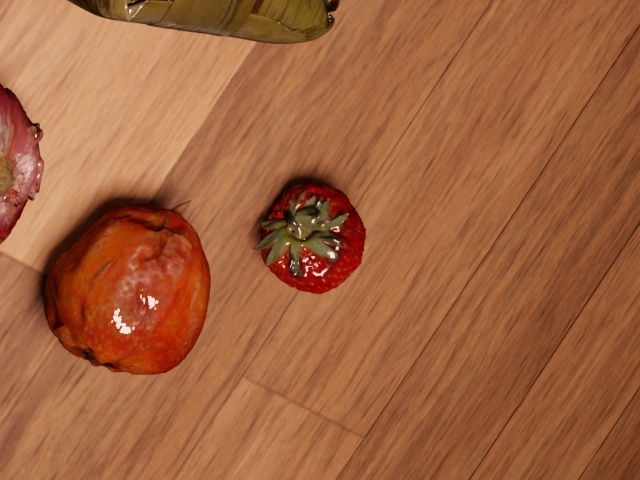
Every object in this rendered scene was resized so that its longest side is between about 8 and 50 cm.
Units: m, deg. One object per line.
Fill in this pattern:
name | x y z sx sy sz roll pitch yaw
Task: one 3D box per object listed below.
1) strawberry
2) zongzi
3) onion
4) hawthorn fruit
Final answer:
strawberry | -0.006 -0.003 1.269 0.131 0.148 0.131 0 91 3
zongzi | -0.097 -0.349 1.035 0.286 0.138 0.300 -1 102 -39
onion | -0.346 -0.066 0.986 0.184 0.147 0.184 18 90 -81
hawthorn fruit | -0.202 0.052 1.130 0.173 0.173 0.179 -3 86 -34
